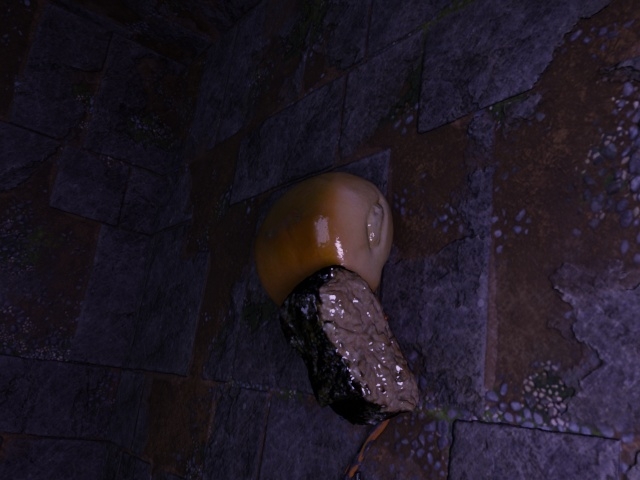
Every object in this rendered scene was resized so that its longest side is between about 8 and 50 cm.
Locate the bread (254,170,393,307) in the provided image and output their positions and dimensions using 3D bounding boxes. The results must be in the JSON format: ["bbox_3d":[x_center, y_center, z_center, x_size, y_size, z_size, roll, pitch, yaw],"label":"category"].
[{"bbox_3d":[0.000,0.000,1.412,0.376,0.253,0.348,-13,61,49],"label":"bread"}]

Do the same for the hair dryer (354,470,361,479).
[{"bbox_3d":[0.061,0.637,1.206,0.196,0.078,0.248,-29,43,45],"label":"hair dryer"}]

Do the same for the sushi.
[{"bbox_3d":[0.065,0.224,1.170,0.171,0.211,0.350,-31,87,50],"label":"sushi"}]

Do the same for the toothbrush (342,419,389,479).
[{"bbox_3d":[0.076,0.513,1.266,0.321,0.023,0.031,-59,39,18],"label":"toothbrush"}]
